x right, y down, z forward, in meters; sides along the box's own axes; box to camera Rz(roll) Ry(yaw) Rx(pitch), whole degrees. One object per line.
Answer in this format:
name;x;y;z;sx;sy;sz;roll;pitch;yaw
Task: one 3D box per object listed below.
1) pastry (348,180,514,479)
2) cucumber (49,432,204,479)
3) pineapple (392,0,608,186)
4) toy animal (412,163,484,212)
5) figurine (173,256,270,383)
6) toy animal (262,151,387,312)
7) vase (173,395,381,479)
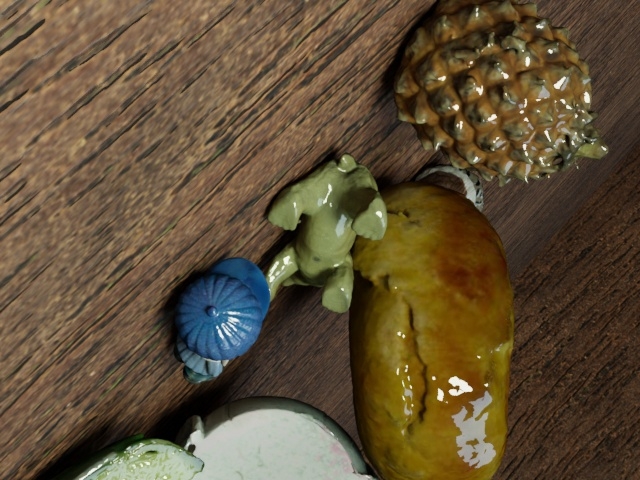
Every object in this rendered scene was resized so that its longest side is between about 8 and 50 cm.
pastry;0.107;0.106;1.060;0.164;0.355;0.356;-2;157;-2
cucumber;-0.254;0.289;0.890;0.325;0.105;0.145;-48;124;-12
pineapple;0.164;-0.124;0.858;0.166;0.193;0.166;-51;164;-21
toy animal;0.159;-0.063;1.221;0.137;0.098;0.098;-61;174;-34
figurine;-0.097;0.076;0.871;0.087;0.086;0.149;-11;158;-29
toy animal;0.000;0.000;0.940;0.218;0.103;0.101;109;2;-46
vase;-0.073;0.312;1.177;0.250;0.250;0.445;-45;174;-15
